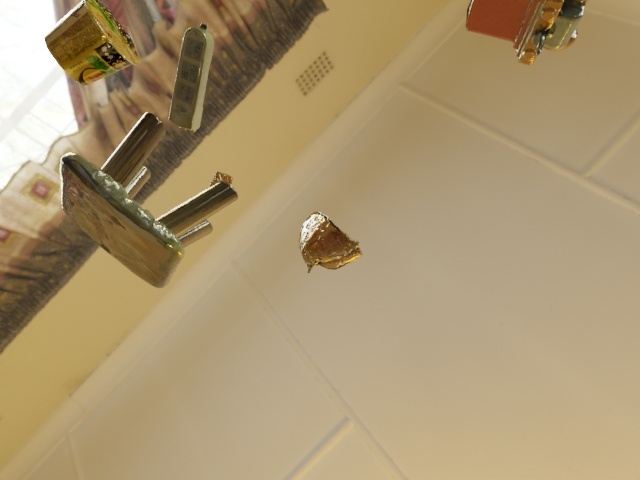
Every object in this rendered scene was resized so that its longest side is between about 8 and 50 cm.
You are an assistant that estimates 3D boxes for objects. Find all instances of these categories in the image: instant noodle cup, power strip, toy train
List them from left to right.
[{"bbox_3d":[-0.460,-0.392,0.917,0.122,0.151,0.151,-31,-125,8],"label":"instant noodle cup"},{"bbox_3d":[-0.343,-0.430,1.219,0.080,0.048,0.286,24,-62,4],"label":"power strip"},{"bbox_3d":[0.439,-0.524,0.925,0.232,0.163,0.369,19,-111,9],"label":"toy train"}]

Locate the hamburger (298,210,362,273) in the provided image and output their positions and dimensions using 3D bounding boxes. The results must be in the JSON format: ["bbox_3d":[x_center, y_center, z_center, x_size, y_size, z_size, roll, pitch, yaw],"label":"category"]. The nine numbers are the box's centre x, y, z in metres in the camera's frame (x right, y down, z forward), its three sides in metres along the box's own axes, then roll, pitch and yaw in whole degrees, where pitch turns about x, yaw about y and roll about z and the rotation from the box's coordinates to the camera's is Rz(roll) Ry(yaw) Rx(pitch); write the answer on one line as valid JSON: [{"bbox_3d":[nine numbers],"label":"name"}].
[{"bbox_3d":[-0.003,0.005,0.879,0.102,0.087,0.176,-36,-148,-10],"label":"hamburger"}]

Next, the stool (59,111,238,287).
[{"bbox_3d":[-0.396,-0.084,1.042,0.226,0.310,0.310,-54,-170,-34],"label":"stool"}]

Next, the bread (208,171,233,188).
[{"bbox_3d":[-0.345,-0.186,1.575,0.070,0.083,0.076,22,-116,-8],"label":"bread"}]
